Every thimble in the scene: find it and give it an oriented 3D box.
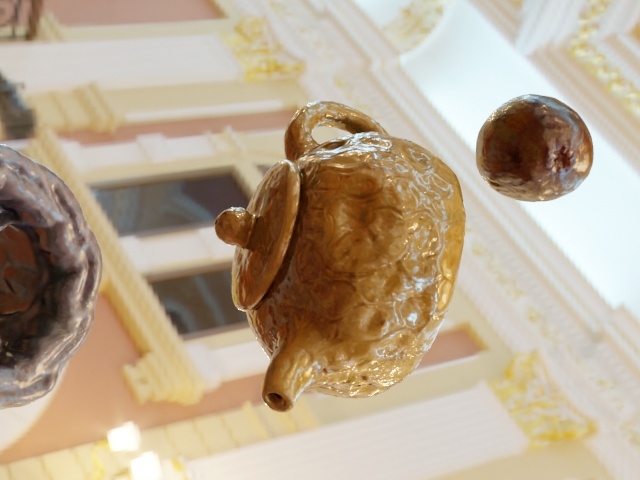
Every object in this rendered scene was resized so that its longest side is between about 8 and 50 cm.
[{"bbox_3d":[-0.202,0.022,0.724,0.098,0.150,0.150,6,-77,44],"label":"thimble"}]

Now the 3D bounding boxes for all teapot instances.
[{"bbox_3d":[0.000,0.000,1.003,0.203,0.167,0.311,126,-23,-45],"label":"teapot"}]

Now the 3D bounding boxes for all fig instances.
[{"bbox_3d":[0.190,-0.088,1.251,0.109,0.103,0.155,46,-10,-24],"label":"fig"}]
